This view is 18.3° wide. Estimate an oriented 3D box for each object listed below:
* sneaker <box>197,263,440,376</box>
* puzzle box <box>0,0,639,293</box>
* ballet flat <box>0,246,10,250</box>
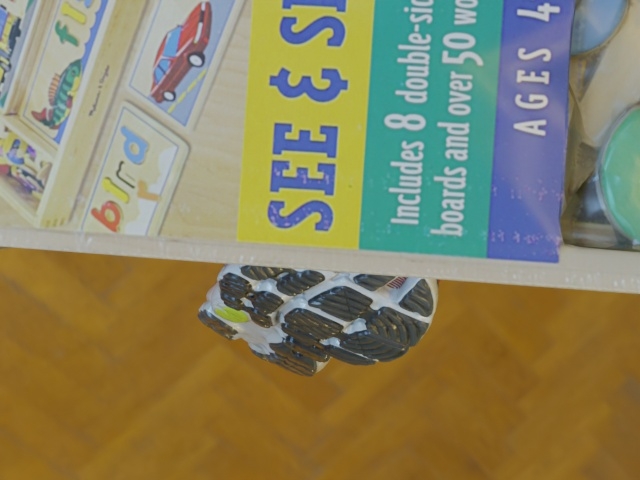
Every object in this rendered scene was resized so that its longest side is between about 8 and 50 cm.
[{"bbox_3d":[0.000,0.000,1.121,0.107,0.279,0.118,27,76,-14],"label":"sneaker"},{"bbox_3d":[0.018,-0.194,0.440,0.052,0.272,0.409,7,86,-84],"label":"puzzle box"},{"bbox_3d":[-0.148,-0.044,1.336,0.232,0.073,0.080,-5,119,-33],"label":"ballet flat"}]
